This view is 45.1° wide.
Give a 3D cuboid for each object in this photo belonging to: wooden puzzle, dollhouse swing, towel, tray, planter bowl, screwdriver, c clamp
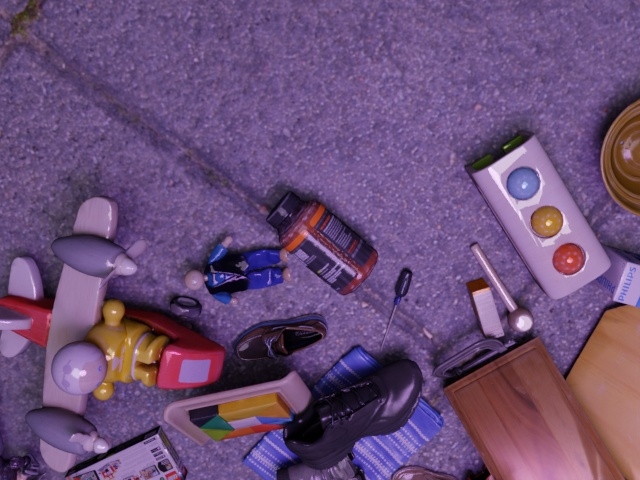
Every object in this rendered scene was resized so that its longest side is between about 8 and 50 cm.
[{"bbox_3d":[-0.133,0.310,1.373,0.238,0.221,0.044,-17,60,3],"label":"wooden puzzle"},{"bbox_3d":[0.678,0.314,1.477,0.315,0.305,0.347,13,107,-47],"label":"dollhouse swing"},{"bbox_3d":[0.047,0.391,1.494,0.243,0.040,0.336,42,100,-9],"label":"towel"},{"bbox_3d":[0.412,0.404,1.391,0.202,0.076,0.411,-30,74,4],"label":"tray"},{"bbox_3d":[0.580,-0.152,1.345,0.217,0.090,0.217,0,104,-2],"label":"planter bowl"},{"bbox_3d":[0.136,0.132,1.442,0.025,0.024,0.170,11,107,-34],"label":"screwdriver"},{"bbox_3d":[0.290,0.221,1.436,0.160,0.137,0.022,-33,59,18],"label":"c clamp"}]

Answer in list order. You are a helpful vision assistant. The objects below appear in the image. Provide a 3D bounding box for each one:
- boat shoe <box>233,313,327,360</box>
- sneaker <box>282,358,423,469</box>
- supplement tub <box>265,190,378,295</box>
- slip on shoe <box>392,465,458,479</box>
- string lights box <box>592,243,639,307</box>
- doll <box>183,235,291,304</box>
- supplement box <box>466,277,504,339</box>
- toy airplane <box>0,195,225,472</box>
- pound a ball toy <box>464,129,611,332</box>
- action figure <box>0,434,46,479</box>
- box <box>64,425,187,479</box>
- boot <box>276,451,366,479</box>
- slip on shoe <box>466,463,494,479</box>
[{"bbox_3d":[-0.076,0.183,1.426,0.183,0.066,0.066,-20,103,4],"label":"boat shoe"},{"bbox_3d":[0.058,0.307,1.382,0.286,0.109,0.130,-39,139,7],"label":"sneaker"},{"bbox_3d":[0.000,0.000,1.364,0.198,0.106,0.106,40,100,-10],"label":"supplement tub"},{"bbox_3d":[0.209,0.480,1.516,0.135,0.041,0.052,13,103,-4],"label":"slip on shoe"},{"bbox_3d":[0.632,0.089,1.383,0.259,0.133,0.077,15,103,-5],"label":"string lights box"},{"bbox_3d":[-0.152,0.054,1.388,0.188,0.046,0.129,-11,103,-12],"label":"doll"},{"bbox_3d":[0.303,0.127,1.422,0.036,0.062,0.099,-18,102,4],"label":"supplement box"},{"bbox_3d":[-0.407,0.169,1.311,0.384,0.272,0.386,-31,103,7],"label":"toy airplane"},{"bbox_3d":[0.362,-0.002,1.355,0.208,0.136,0.319,-33,102,6],"label":"pound a ball toy"},{"bbox_3d":[-0.634,0.404,1.456,0.185,0.099,0.285,-16,107,-2],"label":"action figure"},{"bbox_3d":[-0.378,0.456,1.502,0.206,0.036,0.114,-25,103,5],"label":"box"},{"bbox_3d":[0.025,0.518,1.475,0.161,0.083,0.247,-19,104,1],"label":"boot"},{"bbox_3d":[0.318,0.499,1.493,0.101,0.123,0.331,34,98,6],"label":"slip on shoe"}]
